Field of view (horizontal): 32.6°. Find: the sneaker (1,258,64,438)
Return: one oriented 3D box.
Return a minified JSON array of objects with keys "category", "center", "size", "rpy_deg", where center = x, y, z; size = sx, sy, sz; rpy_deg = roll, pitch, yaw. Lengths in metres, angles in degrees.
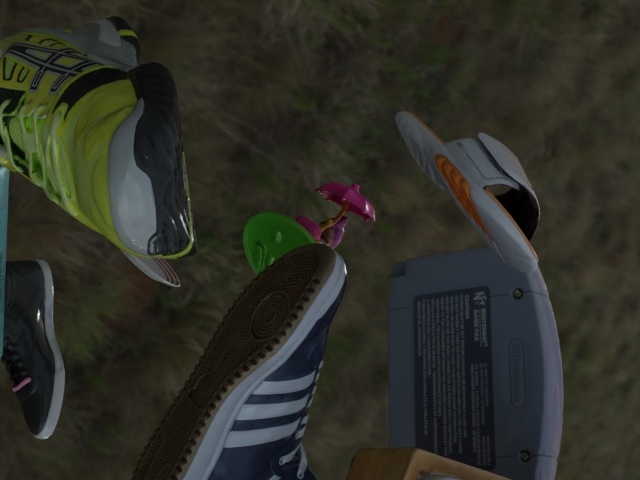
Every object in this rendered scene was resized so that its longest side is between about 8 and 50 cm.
[{"category":"sneaker","center":[-0.485,0.163,1.683],"size":[0.147,0.295,0.104],"rpy_deg":[9,151,-44]}]

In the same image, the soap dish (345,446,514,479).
[{"category":"soap dish","center":[0.108,0.314,0.994],"size":[0.291,0.118,0.229],"rpy_deg":[27,82,-45]}]

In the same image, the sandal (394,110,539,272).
[{"category":"sandal","center":[0.161,-0.075,1.121],"size":[0.076,0.265,0.102],"rpy_deg":[-33,134,-1]}]

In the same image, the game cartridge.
[{"category":"game cartridge","center":[0.169,0.157,1.214],"size":[0.062,0.198,0.297],"rpy_deg":[24,62,-56]}]

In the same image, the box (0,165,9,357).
[{"category":"box","center":[-0.413,0.027,1.239],"size":[0.060,0.101,0.244],"rpy_deg":[-94,-170,-72]}]

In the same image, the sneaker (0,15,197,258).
[{"category":"sneaker","center":[-0.190,-0.075,0.846],"size":[0.147,0.385,0.145],"rpy_deg":[-10,112,-17]}]

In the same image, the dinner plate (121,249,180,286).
[{"category":"dinner plate","center":[-0.258,0.021,1.574],"size":[0.017,0.141,0.141],"rpy_deg":[-44,158,3]}]

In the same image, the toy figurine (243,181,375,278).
[{"category":"toy figurine","center":[0.000,0.000,1.357],"size":[0.159,0.130,0.173],"rpy_deg":[-39,156,-39]}]

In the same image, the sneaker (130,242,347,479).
[{"category":"sneaker","center":[-0.032,0.146,0.966],"size":[0.153,0.099,0.282],"rpy_deg":[33,94,-30]}]
